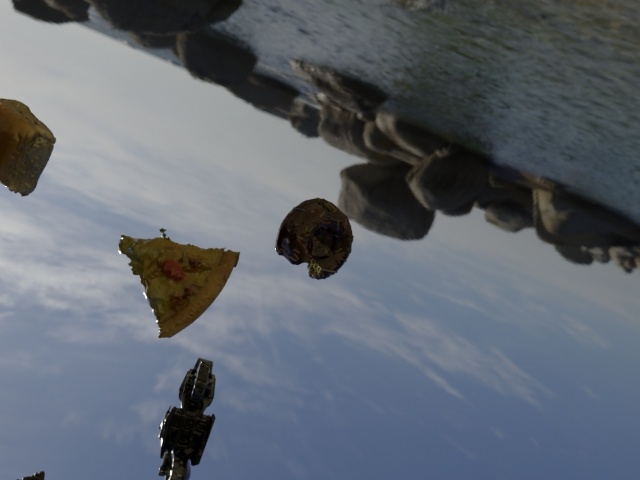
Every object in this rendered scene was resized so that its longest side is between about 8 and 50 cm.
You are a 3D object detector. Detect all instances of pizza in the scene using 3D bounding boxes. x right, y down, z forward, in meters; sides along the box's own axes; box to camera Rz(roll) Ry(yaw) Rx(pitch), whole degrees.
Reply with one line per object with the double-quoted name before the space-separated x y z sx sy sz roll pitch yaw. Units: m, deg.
"pizza" -0.379 0.077 1.644 0.288 0.279 0.075 30 163 4

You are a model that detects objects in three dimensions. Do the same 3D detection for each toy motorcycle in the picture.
"toy motorcycle" -0.265 0.365 1.360 0.106 0.270 0.159 16 179 -9

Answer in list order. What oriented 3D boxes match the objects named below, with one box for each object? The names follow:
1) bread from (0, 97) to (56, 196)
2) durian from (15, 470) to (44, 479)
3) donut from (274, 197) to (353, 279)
"bread" -0.437 -0.136 0.943 0.125 0.106 0.082 42 -157 30
"durian" -0.710 0.559 1.371 0.107 0.132 0.375 -20 178 19
"donut" -0.001 -0.001 1.843 0.096 0.216 0.230 25 159 53
